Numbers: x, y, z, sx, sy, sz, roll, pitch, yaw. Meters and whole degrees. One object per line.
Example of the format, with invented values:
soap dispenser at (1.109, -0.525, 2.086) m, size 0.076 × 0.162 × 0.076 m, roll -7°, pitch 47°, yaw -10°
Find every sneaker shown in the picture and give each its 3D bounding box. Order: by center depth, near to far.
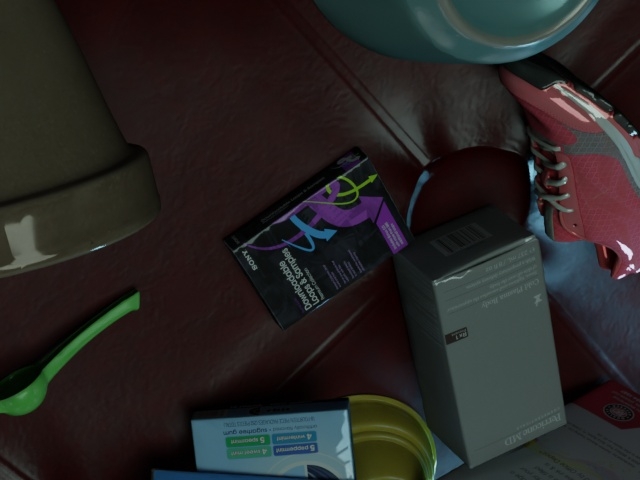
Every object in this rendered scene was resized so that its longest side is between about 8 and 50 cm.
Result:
sneaker at (0.262, -0.064, 1.914) m, size 0.136 × 0.116 × 0.314 m, roll -47°, pitch 125°, yaw 4°

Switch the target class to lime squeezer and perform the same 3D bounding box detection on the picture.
lime squeezer at (-0.314, 0.112, 1.766) m, size 0.310 × 0.059 × 0.110 m, roll -3°, pitch 116°, yaw -23°

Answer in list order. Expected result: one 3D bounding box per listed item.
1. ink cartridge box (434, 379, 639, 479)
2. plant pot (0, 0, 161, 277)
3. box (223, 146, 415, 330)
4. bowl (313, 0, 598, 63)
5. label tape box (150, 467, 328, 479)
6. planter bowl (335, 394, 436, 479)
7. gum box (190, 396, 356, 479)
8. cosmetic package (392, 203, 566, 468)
ink cartridge box at (0.278, 0.294, 1.990) m, size 0.306 × 0.226 × 0.131 m, roll -26°, pitch 130°, yaw -32°
plant pot at (-0.283, -0.101, 1.578) m, size 0.263 × 0.263 × 0.229 m, roll -17°, pitch 104°, yaw -17°
box at (0.000, 0.000, 1.873) m, size 0.162 × 0.029 × 0.116 m, roll -35°, pitch 125°, yaw -4°
bowl at (0.147, -0.281, 1.719) m, size 0.312 × 0.163 × 0.311 m, roll -12°, pitch 120°, yaw -21°
label tape box at (-0.061, 0.401, 1.850) m, size 0.241 × 0.333 × 0.106 m, roll 4°, pitch 152°, yaw 1°
planter bowl at (0.041, 0.276, 1.998) m, size 0.217 × 0.090 × 0.217 m, roll -11°, pitch 120°, yaw -20°
gum box at (-0.041, 0.254, 1.913) m, size 0.157 × 0.041 × 0.184 m, roll -4°, pitch 104°, yaw 4°
cosmetic package at (0.163, 0.098, 1.958) m, size 0.127 × 0.107 × 0.238 m, roll -25°, pitch 120°, yaw -16°
